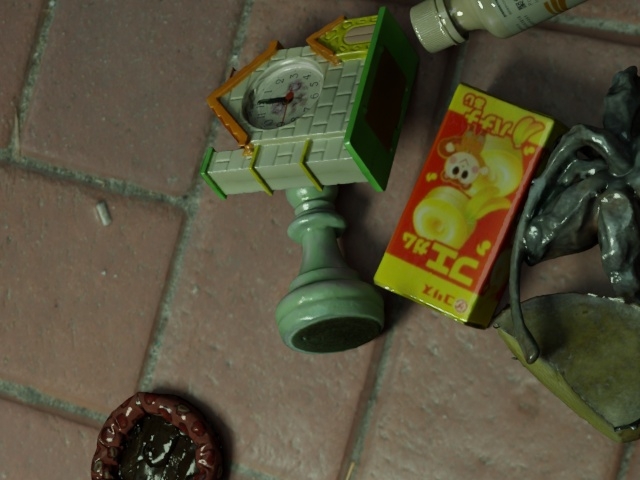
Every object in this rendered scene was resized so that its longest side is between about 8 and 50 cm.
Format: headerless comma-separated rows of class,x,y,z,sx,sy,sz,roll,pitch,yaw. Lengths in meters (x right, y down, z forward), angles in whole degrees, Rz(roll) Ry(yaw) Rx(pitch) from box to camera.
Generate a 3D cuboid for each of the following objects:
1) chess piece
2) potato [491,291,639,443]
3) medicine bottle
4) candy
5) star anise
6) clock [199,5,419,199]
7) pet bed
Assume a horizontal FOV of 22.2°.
chess piece,0.000,0.000,2.097,0.139,0.139,0.272,-20,61,23
potato,0.331,0.139,1.909,0.138,0.098,0.243,-41,50,-7
medicine bottle,0.233,-0.314,2.022,0.252,0.114,0.114,-24,72,22
candy,0.189,-0.042,2.014,0.146,0.088,0.276,23,92,27
star anise,0.357,-0.051,1.883,0.316,0.139,0.359,-14,62,27
clock,-0.026,-0.168,2.092,0.255,0.106,0.220,-5,54,29
pet bed,-0.222,0.298,2.185,0.201,0.053,0.201,-7,76,31
